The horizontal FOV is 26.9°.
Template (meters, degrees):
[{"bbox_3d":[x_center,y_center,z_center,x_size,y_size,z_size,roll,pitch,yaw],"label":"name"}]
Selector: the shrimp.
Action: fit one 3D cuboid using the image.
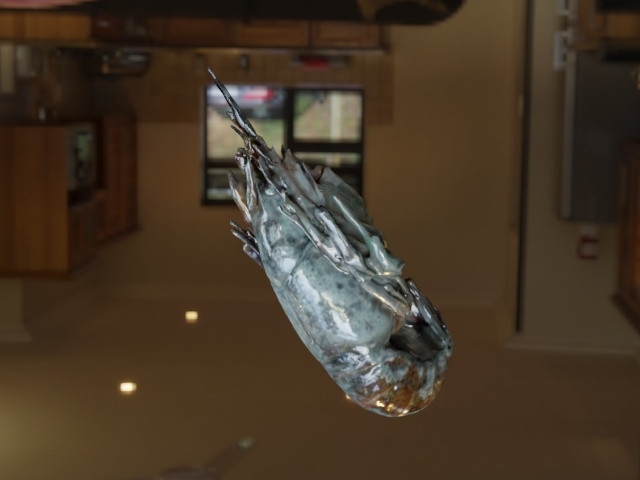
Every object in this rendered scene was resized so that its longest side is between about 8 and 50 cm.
[{"bbox_3d":[0.000,0.000,0.760,0.079,0.233,0.090,-38,-170,-32],"label":"shrimp"}]
